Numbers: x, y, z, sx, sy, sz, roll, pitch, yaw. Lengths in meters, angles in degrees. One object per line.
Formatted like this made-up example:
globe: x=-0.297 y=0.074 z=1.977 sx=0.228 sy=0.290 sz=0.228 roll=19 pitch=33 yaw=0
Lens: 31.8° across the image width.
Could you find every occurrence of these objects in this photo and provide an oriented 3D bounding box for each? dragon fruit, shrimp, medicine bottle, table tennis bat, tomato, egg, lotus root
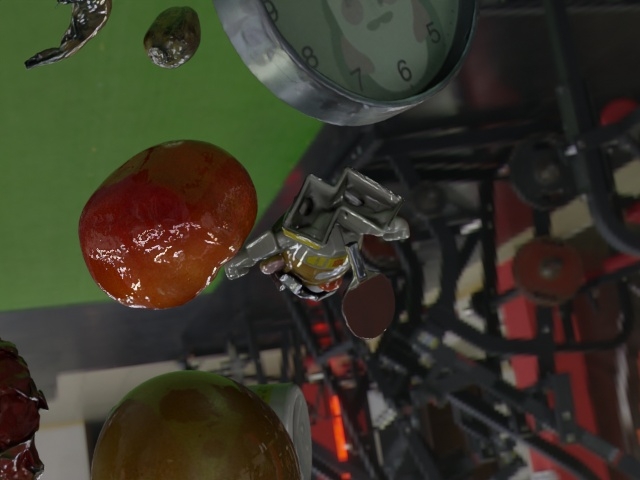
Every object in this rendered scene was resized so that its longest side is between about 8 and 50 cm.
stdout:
dragon fruit: x=-0.527 y=0.258 z=1.663 sx=0.244 sy=0.299 sz=0.244 roll=-42 pitch=-170 yaw=9
shrimp: x=-0.473 y=-0.382 z=1.920 sx=0.198 sy=0.051 sz=0.262 roll=-53 pitch=153 yaw=11
medicine bottle: x=-0.197 y=0.365 z=1.994 sx=0.340 sy=0.208 sz=0.208 roll=-5 pitch=168 yaw=9
table tennis bat: x=0.066 y=0.075 z=1.685 sx=0.095 sy=0.158 sz=0.014 roll=-28 pitch=-156 yaw=-26
tomato: x=-0.213 y=-0.030 z=1.547 sx=0.260 sy=0.259 sz=0.180 roll=-18 pitch=122 yaw=32
egg: x=-0.175 y=0.326 z=1.554 sx=0.283 sy=0.282 sz=0.351 roll=-3 pitch=-159 yaw=-25
lotus root: x=-0.253 y=-0.353 z=1.951 sx=0.089 sy=0.179 sz=0.080 roll=0 pitch=125 yaw=11

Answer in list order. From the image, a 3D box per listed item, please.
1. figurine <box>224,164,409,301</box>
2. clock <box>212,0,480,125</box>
figurine: x=0.003 y=-0.003 z=1.748 sx=0.309 sy=0.143 sz=0.308 roll=-1 pitch=160 yaw=0
clock: x=0.032 y=-0.278 z=1.144 sx=0.319 sy=0.318 sz=0.066 roll=1 pitch=173 yaw=-36
